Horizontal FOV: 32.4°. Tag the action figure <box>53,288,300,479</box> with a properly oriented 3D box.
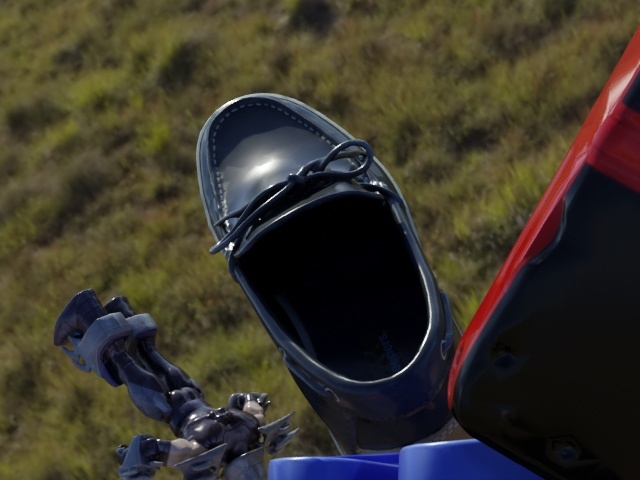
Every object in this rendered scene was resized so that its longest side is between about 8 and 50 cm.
[{"bbox_3d":[-0.143,0.164,1.102,0.285,0.185,0.099,41,115,27],"label":"action figure"}]

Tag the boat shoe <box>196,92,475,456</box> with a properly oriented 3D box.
[{"bbox_3d":[0.000,0.000,1.007,0.186,0.156,0.500,-27,47,-1],"label":"boat shoe"}]

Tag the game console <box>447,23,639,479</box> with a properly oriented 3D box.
[{"bbox_3d":[0.281,0.031,0.421,0.060,0.386,0.342,-44,-19,-59],"label":"game console"}]

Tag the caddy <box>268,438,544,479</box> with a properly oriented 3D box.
[{"bbox_3d":[0.120,0.210,0.664,0.241,0.341,0.179,-19,71,46],"label":"caddy"}]
